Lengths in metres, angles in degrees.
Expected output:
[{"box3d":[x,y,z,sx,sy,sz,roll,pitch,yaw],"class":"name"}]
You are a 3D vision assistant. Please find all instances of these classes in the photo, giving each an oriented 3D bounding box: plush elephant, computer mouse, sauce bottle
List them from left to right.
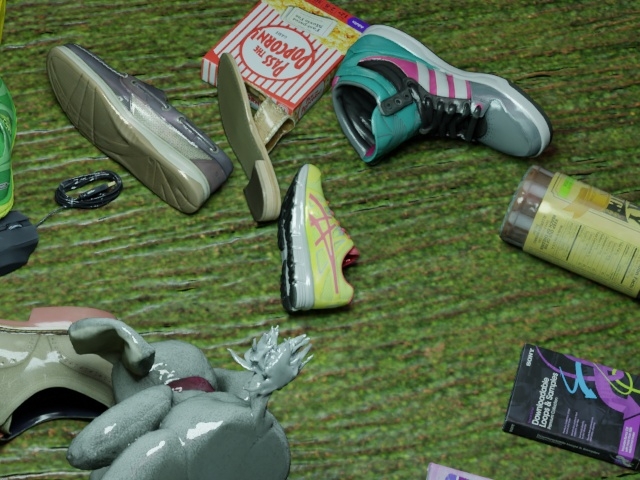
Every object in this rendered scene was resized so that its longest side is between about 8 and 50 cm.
[{"box3d":[-0.343,-0.028,2.037,0.242,0.041,0.071,-34,64,-29],"class":"computer mouse"},{"box3d":[-0.161,0.210,1.776,0.272,0.255,0.330,31,86,-32],"class":"plush elephant"},{"box3d":[0.396,0.017,2.061,0.344,0.111,0.111,23,54,8],"class":"sauce bottle"}]

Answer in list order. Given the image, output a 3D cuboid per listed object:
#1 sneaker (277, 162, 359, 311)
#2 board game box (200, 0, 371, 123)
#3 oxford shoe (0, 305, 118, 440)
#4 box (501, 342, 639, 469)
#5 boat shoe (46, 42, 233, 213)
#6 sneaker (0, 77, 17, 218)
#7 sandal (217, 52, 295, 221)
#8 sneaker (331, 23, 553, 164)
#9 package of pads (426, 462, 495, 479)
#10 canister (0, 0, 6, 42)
[{"box3d":[0.000,0.000,2.047,0.094,0.081,0.208,6,58,-13],"class":"sneaker"},{"box3d":[-0.045,-0.251,2.238,0.147,0.045,0.193,30,56,15],"class":"board game box"},{"box3d":[-0.387,0.155,1.848,0.348,0.123,0.130,-6,60,-11],"class":"oxford shoe"},{"box3d":[0.303,0.193,1.966,0.162,0.029,0.116,15,53,5],"class":"box"},{"box3d":[-0.228,-0.152,2.112,0.285,0.103,0.092,41,54,17],"class":"boat shoe"},{"box3d":[-0.425,-0.148,2.054,0.109,0.123,0.295,-9,45,-12],"class":"sneaker"},{"box3d":[-0.067,-0.132,2.132,0.079,0.088,0.240,-4,61,-22],"class":"sandal"},{"box3d":[0.133,-0.156,2.141,0.295,0.124,0.178,28,52,19],"class":"sneaker"},{"box3d":[0.155,0.284,1.877,0.083,0.032,0.050,16,56,4],"class":"package of pads"},{"box3d":[-0.503,-0.292,2.192,0.170,0.073,0.126,5,53,-6],"class":"canister"}]
